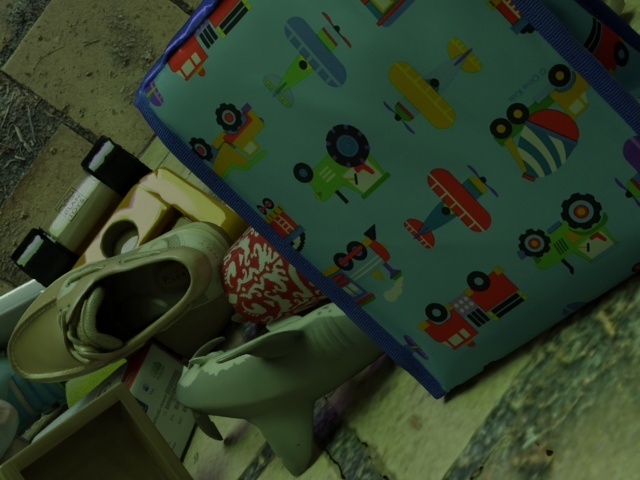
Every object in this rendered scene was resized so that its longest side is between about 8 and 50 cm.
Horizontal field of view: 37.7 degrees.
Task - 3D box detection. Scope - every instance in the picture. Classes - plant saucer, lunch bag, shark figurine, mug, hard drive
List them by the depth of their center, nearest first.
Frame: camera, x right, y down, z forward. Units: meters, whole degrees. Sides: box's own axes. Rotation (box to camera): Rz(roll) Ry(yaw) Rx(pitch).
[{"bbox_3d":[0.046,-0.078,0.545,0.221,0.293,0.138,-41,21,32],"label":"lunch bag"},{"bbox_3d":[-0.049,0.127,0.730,0.278,0.116,0.166,-25,-3,41],"label":"shark figurine"},{"bbox_3d":[0.000,0.009,0.860,0.169,0.150,0.113,-38,59,50],"label":"mug"},{"bbox_3d":[-0.320,0.154,1.435,0.188,0.045,0.188,-44,20,25],"label":"plant saucer"},{"bbox_3d":[-0.443,0.121,1.460,0.307,0.040,0.203,-27,-19,3],"label":"hard drive"}]

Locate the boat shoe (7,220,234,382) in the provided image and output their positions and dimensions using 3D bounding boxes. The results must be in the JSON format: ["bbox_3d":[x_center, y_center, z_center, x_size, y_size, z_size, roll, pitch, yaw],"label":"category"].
[{"bbox_3d":[-0.223,0.075,0.959,0.302,0.109,0.098,-26,5,24],"label":"boat shoe"}]

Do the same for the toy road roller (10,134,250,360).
[{"bbox_3d":[-0.196,0.036,1.185,0.329,0.240,0.203,32,84,35],"label":"toy road roller"}]

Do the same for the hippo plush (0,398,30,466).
[{"bbox_3d":[-0.539,0.360,1.276,0.294,0.234,0.237,-31,32,4],"label":"hippo plush"}]

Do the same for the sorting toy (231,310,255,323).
[{"bbox_3d":[-0.055,0.044,0.991,0.075,0.045,0.083,-28,45,23],"label":"sorting toy"}]

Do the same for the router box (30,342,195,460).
[{"bbox_3d":[-0.272,0.307,0.955,0.301,0.082,0.336,-38,22,39],"label":"router box"}]

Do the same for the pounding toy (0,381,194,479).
[{"bbox_3d":[-0.201,0.254,0.761,0.206,0.181,0.094,-35,-2,-40],"label":"pounding toy"}]

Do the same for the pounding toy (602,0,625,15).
[{"bbox_3d":[0.143,-0.207,0.780,0.154,0.154,0.270,-42,20,42],"label":"pounding toy"}]

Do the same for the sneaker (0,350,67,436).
[{"bbox_3d":[-0.476,0.272,1.517,0.208,0.127,0.319,-19,-27,-20],"label":"sneaker"}]
